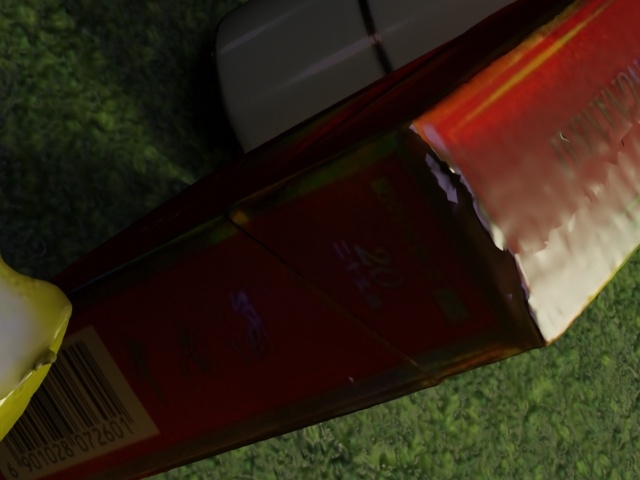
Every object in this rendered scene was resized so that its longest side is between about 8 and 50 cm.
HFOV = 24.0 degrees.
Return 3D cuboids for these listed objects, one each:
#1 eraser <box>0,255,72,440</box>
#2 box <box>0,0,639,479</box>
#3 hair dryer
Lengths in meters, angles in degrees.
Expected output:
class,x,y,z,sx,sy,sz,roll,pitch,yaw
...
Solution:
class,x,y,z,sx,sy,sz,roll,pitch,yaw
eraser,-0.183,0.037,0.487,0.158,0.226,0.069,40,51,-6
box,0.000,0.000,0.612,0.197,0.313,0.089,-37,100,-45
hair dryer,0.116,-0.099,0.876,0.362,0.203,0.128,4,65,-59
